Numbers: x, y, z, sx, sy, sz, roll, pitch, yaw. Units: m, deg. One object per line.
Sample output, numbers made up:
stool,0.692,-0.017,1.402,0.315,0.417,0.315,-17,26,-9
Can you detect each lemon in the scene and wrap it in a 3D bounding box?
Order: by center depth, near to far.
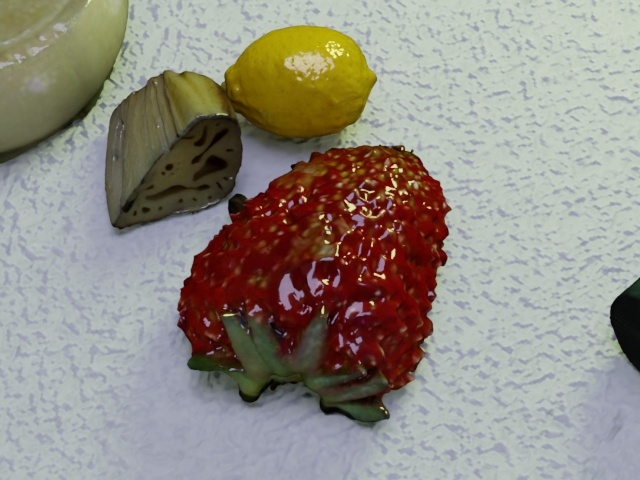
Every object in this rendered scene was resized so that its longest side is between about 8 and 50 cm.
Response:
lemon,-0.022,-0.155,1.695,0.155,0.114,0.114,0,58,6

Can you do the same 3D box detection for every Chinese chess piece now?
Chinese chess piece,-0.360,-0.239,1.732,0.338,0.140,0.338,0,58,0

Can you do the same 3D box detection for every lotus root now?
lotus root,-0.136,-0.094,1.677,0.159,0.095,0.135,-35,48,26

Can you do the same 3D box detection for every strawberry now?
strawberry,0.000,0.000,1.585,0.233,0.137,0.306,11,60,8

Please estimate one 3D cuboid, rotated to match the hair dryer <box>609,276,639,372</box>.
hair dryer,0.447,0.097,1.553,0.244,0.116,0.302,-36,76,-20
